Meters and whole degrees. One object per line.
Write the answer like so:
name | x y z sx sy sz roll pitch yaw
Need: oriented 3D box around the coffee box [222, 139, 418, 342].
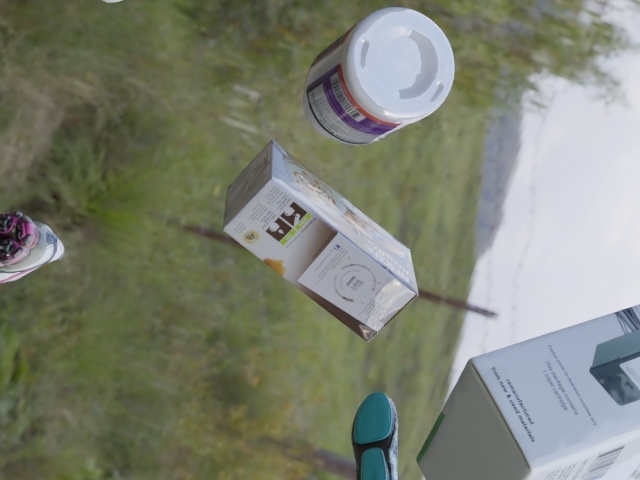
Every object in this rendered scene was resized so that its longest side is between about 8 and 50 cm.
coffee box | 0.000 0.000 1.773 0.098 0.246 0.141 -46 -163 19

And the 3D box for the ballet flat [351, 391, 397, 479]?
ballet flat | 0.078 0.297 1.905 0.188 0.070 0.070 -82 -169 -48

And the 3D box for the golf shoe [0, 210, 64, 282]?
golf shoe | -0.359 0.026 1.452 0.086 0.186 0.067 35 45 -59

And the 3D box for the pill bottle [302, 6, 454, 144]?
pill bottle | 0.047 -0.151 1.338 0.108 0.108 0.193 -70 -166 -11

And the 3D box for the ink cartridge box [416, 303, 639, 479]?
ink cartridge box | 0.261 0.170 1.305 0.121 0.289 0.211 62 -26 28

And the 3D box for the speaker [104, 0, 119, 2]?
speaker | -0.232 -0.298 1.382 0.136 0.055 0.055 54 50 -56
